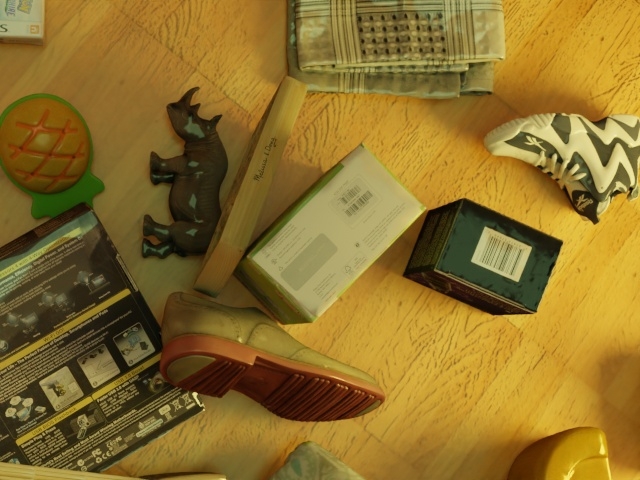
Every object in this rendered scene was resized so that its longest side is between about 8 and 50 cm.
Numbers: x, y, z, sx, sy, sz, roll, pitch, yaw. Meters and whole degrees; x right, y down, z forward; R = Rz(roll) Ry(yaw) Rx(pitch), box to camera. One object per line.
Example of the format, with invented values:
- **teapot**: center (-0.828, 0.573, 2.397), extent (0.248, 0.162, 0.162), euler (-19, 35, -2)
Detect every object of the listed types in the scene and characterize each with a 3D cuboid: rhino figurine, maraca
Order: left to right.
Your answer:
- **maraca**: center (-0.365, -0.110, 1.858), extent (0.127, 0.099, 0.185), euler (-23, 115, -8)
- **rhino figurine**: center (-0.182, -0.092, 1.893), extent (0.106, 0.073, 0.243), euler (6, 83, -5)

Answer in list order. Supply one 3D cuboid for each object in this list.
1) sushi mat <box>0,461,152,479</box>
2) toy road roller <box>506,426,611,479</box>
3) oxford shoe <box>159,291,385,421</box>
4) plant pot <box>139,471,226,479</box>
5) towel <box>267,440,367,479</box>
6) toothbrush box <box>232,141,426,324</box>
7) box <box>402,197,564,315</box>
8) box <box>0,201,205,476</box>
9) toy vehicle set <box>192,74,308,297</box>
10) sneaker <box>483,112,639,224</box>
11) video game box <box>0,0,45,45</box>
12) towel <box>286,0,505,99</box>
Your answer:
- **sushi mat**: center (-0.373, 0.361, 1.742), extent (0.317, 0.019, 0.151), euler (11, 77, -20)
- **toy road roller**: center (0.288, 0.383, 1.871), extent (0.330, 0.202, 0.240), euler (-2, 74, -14)
- **oxford shoe**: center (-0.056, 0.150, 1.844), extent (0.348, 0.123, 0.130), euler (22, 44, -34)
- **plant pot**: center (-0.174, 0.360, 1.848), extent (0.096, 0.109, 0.109), euler (-12, 87, -23)
- **towel**: center (-0.019, 0.485, 1.769), extent (0.320, 0.090, 0.374), euler (32, 83, 37)
- **toothbrush box**: center (0.000, 0.000, 1.806), extent (0.206, 0.283, 0.122), euler (-45, 92, -9)
- **box**: center (0.217, 0.026, 1.876), extent (0.153, 0.207, 0.108), euler (23, 83, -5)
- **box**: center (-0.395, 0.183, 1.785), extent (0.395, 0.097, 0.318), euler (-31, 108, -11)
- **toy vehicle set**: center (-0.093, -0.070, 1.813), extent (0.035, 0.166, 0.266), euler (23, 60, -7)
- **sneaker**: center (0.353, -0.097, 1.963), extent (0.235, 0.094, 0.153), euler (-1, 77, -19)
- **video game box**: center (-0.471, -0.373, 1.884), extent (0.187, 0.048, 0.205), euler (0, 86, -11)
- **towel**: center (0.106, -0.361, 1.967), extent (0.312, 0.056, 0.324), euler (-1, 86, -9)
